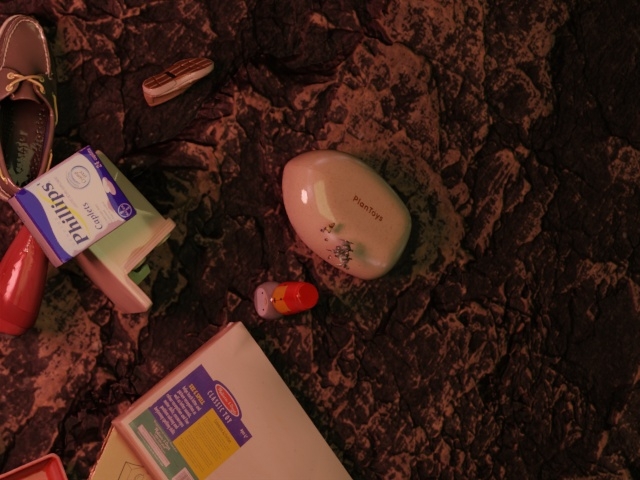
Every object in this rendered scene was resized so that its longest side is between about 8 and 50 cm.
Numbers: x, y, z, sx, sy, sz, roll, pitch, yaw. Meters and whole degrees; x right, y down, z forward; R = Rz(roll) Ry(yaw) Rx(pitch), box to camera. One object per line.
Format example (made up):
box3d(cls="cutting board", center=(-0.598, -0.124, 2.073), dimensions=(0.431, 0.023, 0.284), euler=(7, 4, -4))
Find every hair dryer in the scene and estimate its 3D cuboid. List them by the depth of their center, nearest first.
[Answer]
box3d(cls="hair dryer", center=(-0.522, 0.059, 1.807), dimensions=(0.294, 0.080, 0.223), euler=(-33, 101, -3))

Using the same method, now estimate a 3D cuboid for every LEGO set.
box3d(cls="LEGO set", center=(0.032, 0.010, 1.977), dimensions=(0.083, 0.023, 0.054), euler=(49, 61, -17))

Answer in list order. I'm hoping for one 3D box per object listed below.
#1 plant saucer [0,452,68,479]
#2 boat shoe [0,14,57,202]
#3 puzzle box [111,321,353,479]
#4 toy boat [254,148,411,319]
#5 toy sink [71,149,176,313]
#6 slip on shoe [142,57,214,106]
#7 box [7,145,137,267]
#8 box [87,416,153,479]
box3d(cls="plant saucer", center=(-0.486, 0.493, 1.849), dimensions=(0.258, 0.048, 0.259), euler=(-22, 95, -24))
box3d(cls="boat shoe", center=(-0.464, -0.212, 1.889), dimensions=(0.109, 0.091, 0.304), euler=(3, 85, -23))
box3d(cls="puzzle box", center=(-0.123, 0.374, 1.998), dimensions=(0.272, 0.052, 0.409), euler=(-39, 101, -28))
box3d(cls="toy boat", center=(0.000, 0.000, 2.062), dimensions=(0.267, 0.148, 0.318), euler=(43, 64, -20))
box3d(cls="toy sink", center=(-0.326, -0.013, 1.901), dimensions=(0.234, 0.153, 0.131), euler=(48, 70, -12))
box3d(cls="slip on shoe", center=(-0.238, -0.267, 2.022), dimensions=(0.135, 0.051, 0.041), euler=(-33, 139, -30))
box3d(cls="box", center=(-0.365, -0.049, 1.765), dimensions=(0.137, 0.072, 0.126), euler=(-37, 100, -21))
box3d(cls="box", center=(-0.277, 0.400, 1.961), dimensions=(0.201, 0.021, 0.164), euler=(27, 75, -19))
